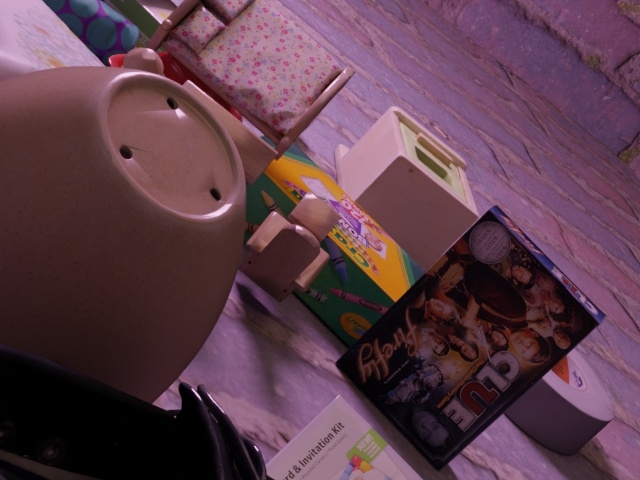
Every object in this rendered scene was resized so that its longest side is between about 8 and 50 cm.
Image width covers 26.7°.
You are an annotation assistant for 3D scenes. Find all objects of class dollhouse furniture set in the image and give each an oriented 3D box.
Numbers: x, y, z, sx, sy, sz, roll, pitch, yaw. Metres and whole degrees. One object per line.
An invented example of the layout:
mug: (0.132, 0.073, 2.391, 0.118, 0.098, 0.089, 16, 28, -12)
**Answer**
dollhouse furniture set: (-0.030, -0.171, 1.452, 0.303, 0.174, 0.355, 40, 60, -3)

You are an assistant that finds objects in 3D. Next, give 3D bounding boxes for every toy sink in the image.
toy sink: (0.122, -0.090, 1.944, 0.153, 0.131, 0.234, 38, 19, -18)

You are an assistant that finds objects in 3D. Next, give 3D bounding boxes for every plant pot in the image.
plant pot: (-0.167, -0.022, 1.017, 0.284, 0.191, 0.284, 28, 43, -30)

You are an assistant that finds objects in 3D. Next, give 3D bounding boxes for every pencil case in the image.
pencil case: (-0.287, -0.258, 1.586, 0.152, 0.070, 0.064, 32, -11, -28)

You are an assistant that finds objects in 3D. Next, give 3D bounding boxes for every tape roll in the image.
tape roll: (0.291, 0.180, 1.805, 0.219, 0.072, 0.219, 38, 21, -17)

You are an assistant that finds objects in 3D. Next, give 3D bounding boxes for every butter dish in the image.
butter dish: (-0.144, -0.167, 1.565, 0.160, 0.118, 0.160, 62, 22, 4)

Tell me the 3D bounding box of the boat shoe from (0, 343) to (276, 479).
boat shoe: (-0.092, 0.190, 0.873, 0.500, 0.156, 0.187, 27, 28, -36)

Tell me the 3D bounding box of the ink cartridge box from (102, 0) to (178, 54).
ink cartridge box: (-0.216, -0.258, 1.748, 0.171, 0.056, 0.235, 43, 17, -2)

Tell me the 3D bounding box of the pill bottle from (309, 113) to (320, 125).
pill bottle: (-0.056, -0.210, 1.943, 0.116, 0.065, 0.065, 46, 19, 7)

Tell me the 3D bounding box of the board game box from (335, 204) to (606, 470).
board game box: (0.156, 0.105, 1.431, 0.165, 0.243, 0.042, 46, 20, 7)

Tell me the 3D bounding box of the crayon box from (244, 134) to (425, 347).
crayon box: (0.000, 0.000, 1.588, 0.278, 0.081, 0.165, 45, 19, 4)

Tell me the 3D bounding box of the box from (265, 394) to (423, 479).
box: (0.031, 0.240, 1.101, 0.186, 0.038, 0.145, 45, 55, 7)

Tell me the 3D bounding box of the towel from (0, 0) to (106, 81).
towel: (-0.363, -0.212, 1.243, 0.320, 0.090, 0.374, 47, 17, 27)
